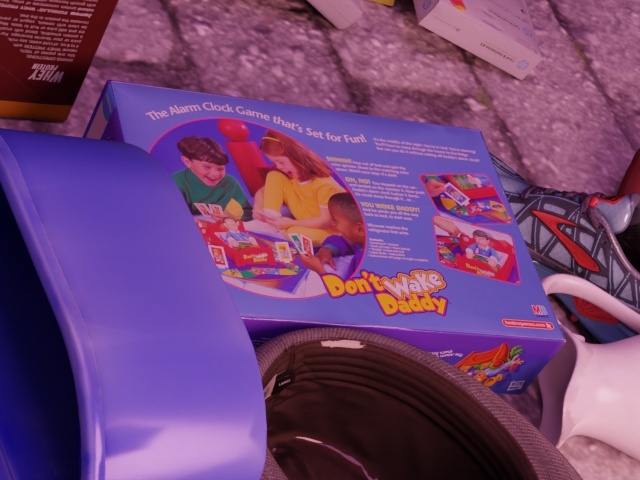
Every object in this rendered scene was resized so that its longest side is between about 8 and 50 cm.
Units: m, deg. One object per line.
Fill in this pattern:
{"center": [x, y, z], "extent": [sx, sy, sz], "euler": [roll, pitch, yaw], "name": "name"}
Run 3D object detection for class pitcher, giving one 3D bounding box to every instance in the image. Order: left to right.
{"center": [0.278, 0.109, 1.329], "extent": [0.207, 0.125, 0.177], "euler": [8, 52, -12], "name": "pitcher"}

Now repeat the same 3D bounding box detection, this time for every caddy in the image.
{"center": [-0.185, 0.079, 0.986], "extent": [0.179, 0.241, 0.341], "euler": [0, 49, -38], "name": "caddy"}

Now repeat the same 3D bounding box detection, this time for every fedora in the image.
{"center": [0.041, 0.186, 1.102], "extent": [0.275, 0.124, 0.244], "euler": [34, 37, 17], "name": "fedora"}

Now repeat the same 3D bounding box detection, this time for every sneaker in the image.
{"center": [0.237, -0.012, 1.425], "extent": [0.262, 0.125, 0.104], "euler": [39, 36, 8], "name": "sneaker"}

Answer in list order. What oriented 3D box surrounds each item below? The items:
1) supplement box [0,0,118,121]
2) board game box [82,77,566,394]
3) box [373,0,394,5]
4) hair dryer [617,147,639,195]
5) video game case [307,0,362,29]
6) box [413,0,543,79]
{"center": [-0.274, -0.211, 1.259], "extent": [0.191, 0.194, 0.129], "euler": [2, 48, -30], "name": "supplement box"}
{"center": [0.000, 0.000, 1.273], "extent": [0.347, 0.078, 0.233], "euler": [6, 48, -27], "name": "board game box"}
{"center": [0.053, -0.357, 1.696], "extent": [0.058, 0.087, 0.232], "euler": [11, 45, -21], "name": "box"}
{"center": [0.389, -0.013, 1.555], "extent": [0.294, 0.080, 0.223], "euler": [0, 50, -32], "name": "hair dryer"}
{"center": [-0.082, -0.402, 1.591], "extent": [0.300, 0.036, 0.329], "euler": [37, 29, -41], "name": "video game case"}
{"center": [0.155, -0.268, 1.680], "extent": [0.145, 0.038, 0.186], "euler": [24, 38, -30], "name": "box"}
